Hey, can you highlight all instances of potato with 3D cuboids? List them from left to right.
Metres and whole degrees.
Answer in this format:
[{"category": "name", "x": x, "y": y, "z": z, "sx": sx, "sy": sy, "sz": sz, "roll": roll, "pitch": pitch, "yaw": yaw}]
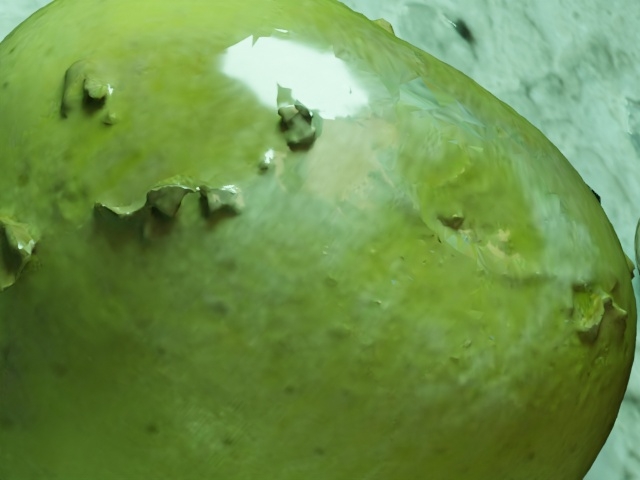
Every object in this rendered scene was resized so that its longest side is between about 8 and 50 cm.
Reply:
[{"category": "potato", "x": 0.000, "y": 0.000, "z": 1.148, "sx": 0.442, "sy": 0.319, "sz": 0.385, "roll": 24, "pitch": 49, "yaw": -22}]

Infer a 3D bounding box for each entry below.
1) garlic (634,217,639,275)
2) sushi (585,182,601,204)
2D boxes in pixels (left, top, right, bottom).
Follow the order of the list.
[{"category": "garlic", "x": 0.314, "y": 0.022, "z": 1.485, "sx": 0.196, "sy": 0.101, "sz": 0.087, "roll": 21, "pitch": 53, "yaw": -25}, {"category": "sushi", "x": 0.151, "y": -0.026, "z": 1.421, "sx": 0.083, "sy": 0.084, "sz": 0.056, "roll": 20, "pitch": 51, "yaw": -21}]
